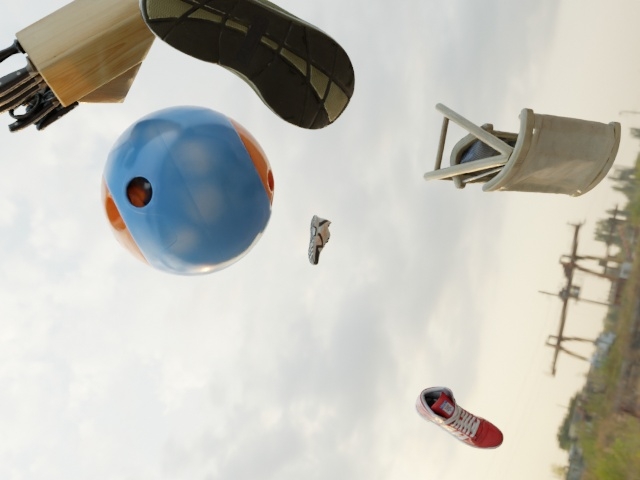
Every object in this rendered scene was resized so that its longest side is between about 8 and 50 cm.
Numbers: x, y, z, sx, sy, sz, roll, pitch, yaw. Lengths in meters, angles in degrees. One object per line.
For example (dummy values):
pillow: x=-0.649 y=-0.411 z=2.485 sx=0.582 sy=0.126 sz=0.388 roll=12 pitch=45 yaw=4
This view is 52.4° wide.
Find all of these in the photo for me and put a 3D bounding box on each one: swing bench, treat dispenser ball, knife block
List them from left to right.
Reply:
knife block: x=-0.391 y=-0.285 z=0.977 sx=0.242 sy=0.088 sz=0.276 roll=-14 pitch=-29 yaw=-52
treat dispenser ball: x=-0.221 y=-0.083 z=1.101 sx=0.288 sy=0.288 sz=0.288 roll=-38 pitch=-46 yaw=-53
swing bench: x=0.382 y=-0.167 z=1.249 sx=0.253 sy=0.254 sz=0.165 roll=1 pitch=-77 yaw=-30

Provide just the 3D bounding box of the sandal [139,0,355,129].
sandal: x=-0.076 y=-0.246 z=0.804 sx=0.302 sy=0.086 sz=0.120 roll=28 pitch=-68 yaw=-32

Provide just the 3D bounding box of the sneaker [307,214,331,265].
sneaker: x=0.000 y=0.000 z=1.321 sx=0.040 sy=0.043 sz=0.109 roll=133 pitch=147 yaw=-64

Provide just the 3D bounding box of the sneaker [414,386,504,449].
sneaker: x=0.175 y=0.222 z=0.816 sx=0.042 sy=0.118 sz=0.067 roll=-61 pitch=-19 yaw=-24
